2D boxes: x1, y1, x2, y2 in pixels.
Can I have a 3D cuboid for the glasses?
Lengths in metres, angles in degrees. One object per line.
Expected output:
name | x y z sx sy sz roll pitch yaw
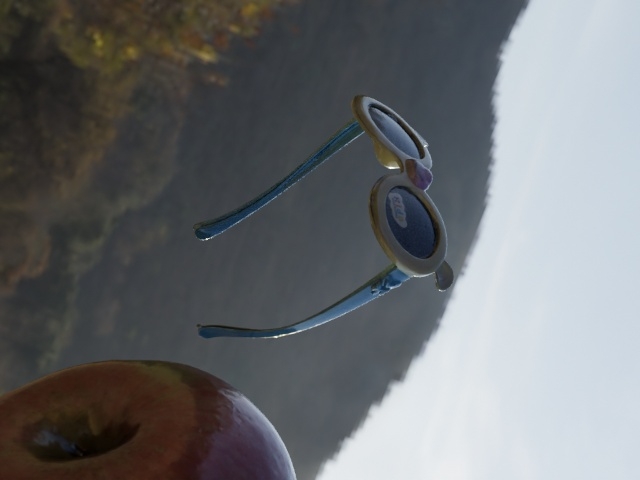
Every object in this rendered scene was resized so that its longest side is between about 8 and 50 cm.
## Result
glasses | -0.015 -0.017 1.157 0.220 0.088 0.190 -20 -135 14

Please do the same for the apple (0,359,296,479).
apple | -0.184 0.266 1.290 0.345 0.344 0.269 -83 169 -60
